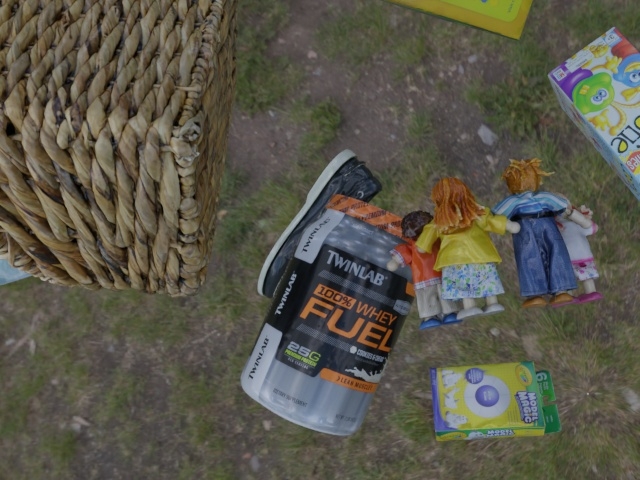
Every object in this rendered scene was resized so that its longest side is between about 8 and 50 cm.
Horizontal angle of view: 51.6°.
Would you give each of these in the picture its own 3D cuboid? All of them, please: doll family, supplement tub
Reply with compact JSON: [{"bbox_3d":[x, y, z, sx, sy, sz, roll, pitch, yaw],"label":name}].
[{"bbox_3d":[0.207,-0.005,0.730,0.263,0.118,0.163,-8,76,-7],"label":"doll family"},{"bbox_3d":[0.026,0.104,0.973,0.194,0.193,0.315,21,88,25],"label":"supplement tub"}]

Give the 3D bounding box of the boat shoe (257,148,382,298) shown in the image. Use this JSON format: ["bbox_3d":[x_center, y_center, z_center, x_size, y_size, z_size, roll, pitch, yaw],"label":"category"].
[{"bbox_3d":[0.002,-0.001,1.236,0.113,0.127,0.340,39,109,13],"label":"boat shoe"}]

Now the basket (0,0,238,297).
[{"bbox_3d":[-0.193,-0.106,0.564,0.223,0.213,0.299,4,48,-5],"label":"basket"}]

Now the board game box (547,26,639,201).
[{"bbox_3d":[0.557,-0.218,1.187,0.142,0.144,0.275,-35,59,16],"label":"board game box"}]

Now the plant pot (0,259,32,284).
[{"bbox_3d":[-0.336,-0.082,0.897,0.293,0.293,0.196,-17,99,18],"label":"plant pot"}]

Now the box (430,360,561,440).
[{"bbox_3d":[0.257,0.237,0.981,0.179,0.043,0.105,-6,52,9],"label":"box"}]

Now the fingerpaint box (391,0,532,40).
[{"bbox_3d":[0.207,-0.590,1.043,0.163,0.371,0.444,47,126,57],"label":"fingerpaint box"}]
